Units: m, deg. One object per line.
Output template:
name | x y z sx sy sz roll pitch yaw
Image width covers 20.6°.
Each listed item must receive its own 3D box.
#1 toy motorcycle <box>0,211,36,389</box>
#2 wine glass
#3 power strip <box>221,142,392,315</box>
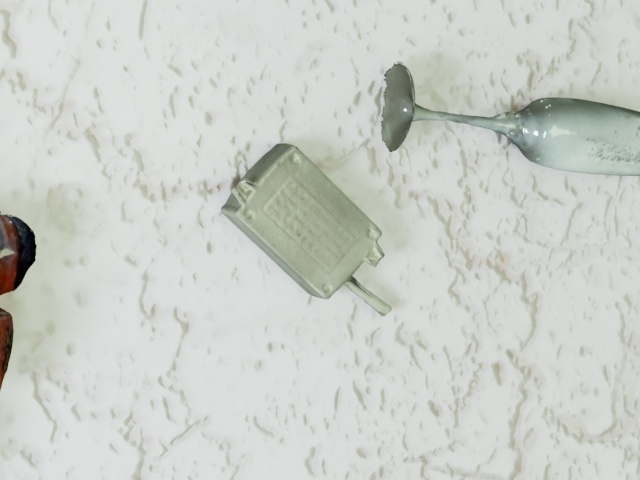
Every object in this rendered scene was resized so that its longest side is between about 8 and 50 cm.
toy motorcycle | -0.331 -0.020 1.196 0.207 0.134 0.401 -39 109 -16
wine glass | 0.176 -0.092 1.436 0.262 0.074 0.074 7 92 -23
power strip | 0.000 0.000 1.383 0.175 0.042 0.075 45 77 -21
